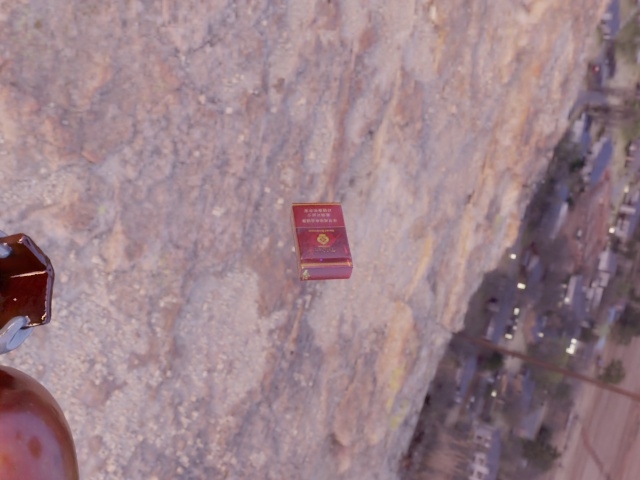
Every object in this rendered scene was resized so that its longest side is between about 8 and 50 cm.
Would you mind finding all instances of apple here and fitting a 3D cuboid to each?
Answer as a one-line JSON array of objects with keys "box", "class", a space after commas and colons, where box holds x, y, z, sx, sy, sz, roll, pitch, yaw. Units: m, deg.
[{"box": [-0.357, 0.250, 0.860, 0.230, 0.230, 0.230, -27, 123, -50], "class": "apple"}]

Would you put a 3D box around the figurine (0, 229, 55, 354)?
[{"box": [-0.394, 0.080, 0.797, 0.283, 0.338, 0.204, -2, 106, -29], "class": "figurine"}]

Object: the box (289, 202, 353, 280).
[{"box": [0.000, 0.000, 0.809, 0.023, 0.051, 0.082, 102, -18, -52], "class": "box"}]
